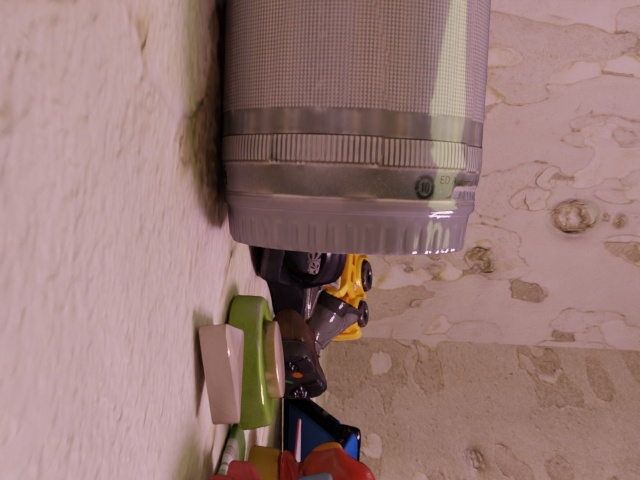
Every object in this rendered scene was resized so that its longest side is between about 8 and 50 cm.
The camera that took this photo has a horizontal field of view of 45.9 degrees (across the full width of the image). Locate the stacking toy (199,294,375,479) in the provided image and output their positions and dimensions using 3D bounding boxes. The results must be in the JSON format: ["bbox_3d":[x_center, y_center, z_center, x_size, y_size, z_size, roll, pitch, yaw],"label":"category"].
[{"bbox_3d":[-0.014,0.189,0.678,0.309,0.130,0.279,2,84,-88],"label":"stacking toy"}]

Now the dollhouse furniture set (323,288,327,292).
[{"bbox_3d":[-0.012,0.043,1.598,0.076,0.059,0.151,-8,100,-88],"label":"dollhouse furniture set"}]

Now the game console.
[{"bbox_3d":[-0.033,0.428,1.215,0.250,0.173,0.293,-40,135,-60],"label":"game console"}]

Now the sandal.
[{"bbox_3d":[-0.015,0.000,1.009,0.445,0.107,0.167,86,7,-72],"label":"sandal"}]

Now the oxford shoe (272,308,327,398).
[{"bbox_3d":[-0.032,0.169,1.098,0.227,0.083,0.096,90,-1,-58],"label":"oxford shoe"}]

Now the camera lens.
[{"bbox_3d":[0.028,-0.133,0.635,0.219,0.220,0.274,-54,146,-85],"label":"camera lens"}]

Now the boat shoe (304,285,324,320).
[{"bbox_3d":[0.000,0.000,1.423,0.112,0.096,0.335,88,5,-55],"label":"boat shoe"}]

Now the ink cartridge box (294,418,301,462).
[{"bbox_3d":[-0.061,0.394,0.907,0.275,0.060,0.238,-84,175,-53],"label":"ink cartridge box"}]

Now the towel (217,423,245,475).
[{"bbox_3d":[-0.084,0.257,0.703,0.152,0.023,0.113,-80,173,-70],"label":"towel"}]

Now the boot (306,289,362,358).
[{"bbox_3d":[0.001,0.187,1.506,0.161,0.083,0.246,-61,166,-2],"label":"boot"}]

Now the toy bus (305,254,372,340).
[{"bbox_3d":[0.026,0.098,1.742,0.211,0.150,0.220,60,33,-60],"label":"toy bus"}]

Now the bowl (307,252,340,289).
[{"bbox_3d":[-0.012,0.000,1.269,0.170,0.080,0.170,179,-90,-87],"label":"bowl"}]
